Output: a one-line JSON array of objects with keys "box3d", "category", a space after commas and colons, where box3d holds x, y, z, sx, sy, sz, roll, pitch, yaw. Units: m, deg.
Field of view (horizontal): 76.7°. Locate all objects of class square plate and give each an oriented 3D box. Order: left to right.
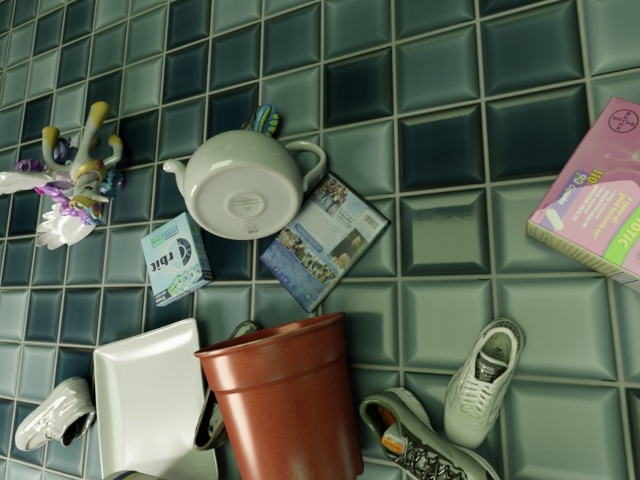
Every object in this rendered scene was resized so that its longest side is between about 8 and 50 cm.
[{"box3d": [-0.389, 0.389, 0.950, 0.345, 0.049, 0.346, -19, 74, 21], "category": "square plate"}]

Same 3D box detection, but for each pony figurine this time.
[{"box3d": [-0.694, -0.166, 1.094, 0.352, 0.302, 0.363, -18, 58, 13], "category": "pony figurine"}]

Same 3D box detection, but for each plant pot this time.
[{"box3d": [-0.055, 0.287, 0.704, 0.273, 0.272, 0.264, -18, 82, 22], "category": "plant pot"}]

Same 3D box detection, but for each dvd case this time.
[{"box3d": [0.000, 0.000, 0.848, 0.180, 0.022, 0.253, 45, 101, 25], "category": "dvd case"}]

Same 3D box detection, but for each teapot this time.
[{"box3d": [-0.155, -0.138, 0.841, 0.253, 0.256, 0.186, -40, 43, 30], "category": "teapot"}]

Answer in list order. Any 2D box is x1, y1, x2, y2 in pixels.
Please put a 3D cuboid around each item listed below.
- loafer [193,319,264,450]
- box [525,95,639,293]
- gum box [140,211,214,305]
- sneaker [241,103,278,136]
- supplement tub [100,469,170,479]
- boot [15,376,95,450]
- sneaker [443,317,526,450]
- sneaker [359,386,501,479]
[{"box3d": [-0.183, 0.295, 0.827, 0.096, 0.084, 0.267, 17, 79, 8], "category": "loafer"}, {"box3d": [0.469, -0.048, 0.580, 0.243, 0.117, 0.213, 35, 97, 26], "category": "box"}, {"box3d": [-0.356, 0.047, 0.997, 0.157, 0.041, 0.184, -27, 72, 19], "category": "gum box"}, {"box3d": [-0.158, -0.230, 0.946, 0.188, 0.067, 0.078, -62, 34, 11], "category": "sneaker"}, {"box3d": [-0.288, 0.584, 0.753, 0.317, 0.228, 0.228, 5, 83, 14], "category": "supplement tub"}, {"box3d": [-0.686, 0.486, 1.046, 0.258, 0.095, 0.123, -50, 58, 9], "category": "boot"}, {"box3d": [0.253, 0.233, 0.647, 0.090, 0.095, 0.234, 20, 93, 25], "category": "sneaker"}, {"box3d": [0.160, 0.337, 0.623, 0.272, 0.108, 0.100, 33, 103, 48], "category": "sneaker"}]
